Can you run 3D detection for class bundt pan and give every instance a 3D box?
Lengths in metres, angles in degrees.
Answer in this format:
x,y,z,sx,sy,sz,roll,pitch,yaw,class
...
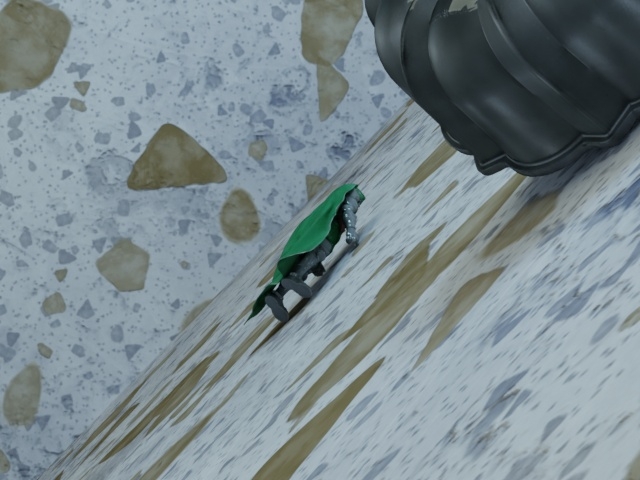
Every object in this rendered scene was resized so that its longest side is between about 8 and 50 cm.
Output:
x,y,z,sx,sy,sz,roll,pitch,yaw,class
0.152,-0.215,1.262,0.331,0.124,0.331,-36,38,36,bundt pan

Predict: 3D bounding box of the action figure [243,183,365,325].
x,y,z,sx,sy,sz,roll,pitch,yaw,class
0.000,0.000,2.059,0.137,0.063,0.232,-44,8,39,action figure
